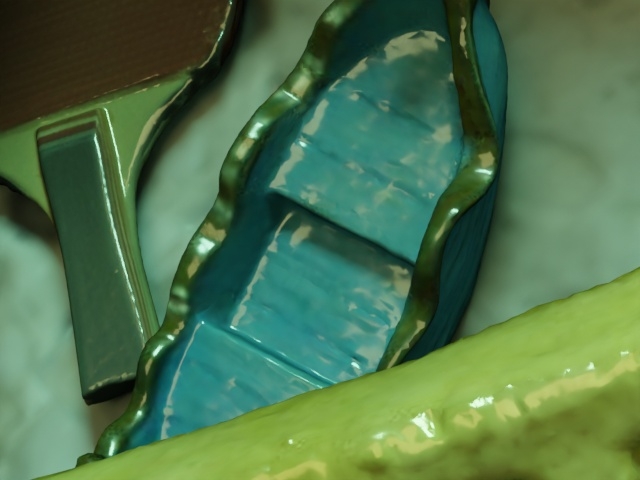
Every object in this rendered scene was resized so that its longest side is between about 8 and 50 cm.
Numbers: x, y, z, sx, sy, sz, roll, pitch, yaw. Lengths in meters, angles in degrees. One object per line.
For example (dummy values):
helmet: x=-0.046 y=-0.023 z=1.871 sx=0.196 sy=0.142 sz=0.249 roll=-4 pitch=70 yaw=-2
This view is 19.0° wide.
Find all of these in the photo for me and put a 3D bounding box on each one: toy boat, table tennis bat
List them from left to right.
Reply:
table tennis bat: x=-0.079 y=-0.058 z=0.592 sx=0.130 sy=0.019 sz=0.220 roll=-18 pitch=71 yaw=14
toy boat: x=0.000 y=0.000 z=0.520 sx=0.075 sy=0.077 sz=0.185 roll=28 pitch=88 yaw=23

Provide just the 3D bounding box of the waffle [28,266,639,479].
waffle: x=0.027 y=0.114 z=0.463 sx=0.274 sy=0.057 sz=0.168 roll=-20 pitch=99 yaw=13
